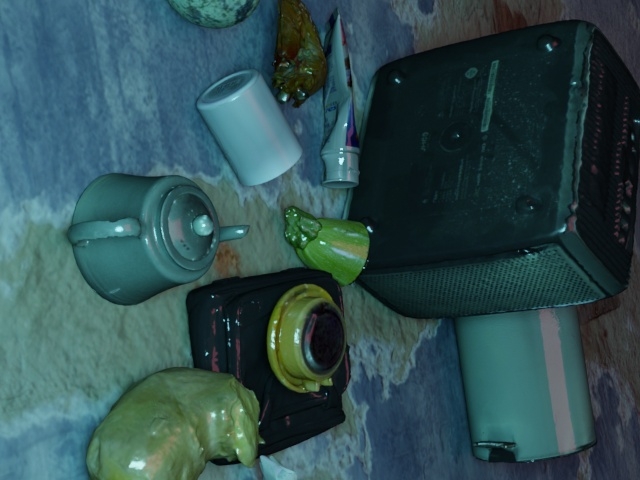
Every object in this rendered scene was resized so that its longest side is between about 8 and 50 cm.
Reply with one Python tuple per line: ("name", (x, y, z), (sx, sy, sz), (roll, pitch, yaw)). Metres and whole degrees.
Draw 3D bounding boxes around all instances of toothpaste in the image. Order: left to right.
("toothpaste", (0.026, -0.214, 1.732), (0.061, 0.096, 0.266), (-1, 82, -13))

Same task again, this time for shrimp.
("shrimp", (-0.036, -0.265, 1.614), (0.294, 0.062, 0.154), (-82, 154, -65))

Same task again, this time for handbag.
("handbag", (-0.061, 0.164, 1.542), (0.275, 0.088, 0.244), (-7, 93, -55))

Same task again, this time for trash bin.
("trash bin", (0.352, 0.230, 1.969), (0.277, 0.217, 0.262), (-10, 92, -49))

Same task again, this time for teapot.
("teapot", (-0.190, -0.009, 1.340), (0.239, 0.149, 0.162), (4, 82, -54))

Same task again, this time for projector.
("projector", (0.263, -0.103, 1.753), (0.242, 0.405, 0.395), (40, 53, -43))

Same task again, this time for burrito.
("burrito", (-0.062, 0.384, 1.492), (0.064, 0.064, 0.203), (2, 94, -53))

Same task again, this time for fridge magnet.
("fridge magnet", (-0.015, 0.127, 1.482), (0.143, 0.063, 0.143), (-2, 93, -51))

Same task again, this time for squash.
("squash", (-0.008, 0.003, 1.650), (0.132, 0.105, 0.105), (22, 65, -33))

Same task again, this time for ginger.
("ginger", (-0.177, 0.231, 1.322), (0.267, 0.152, 0.138), (-33, 138, -33))

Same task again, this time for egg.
("egg", (-0.151, -0.355, 1.476), (0.172, 0.132, 0.132), (48, 47, -21))

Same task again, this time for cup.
("cup", (-0.103, -0.156, 1.551), (0.099, 0.136, 0.133), (-37, 117, -13))
